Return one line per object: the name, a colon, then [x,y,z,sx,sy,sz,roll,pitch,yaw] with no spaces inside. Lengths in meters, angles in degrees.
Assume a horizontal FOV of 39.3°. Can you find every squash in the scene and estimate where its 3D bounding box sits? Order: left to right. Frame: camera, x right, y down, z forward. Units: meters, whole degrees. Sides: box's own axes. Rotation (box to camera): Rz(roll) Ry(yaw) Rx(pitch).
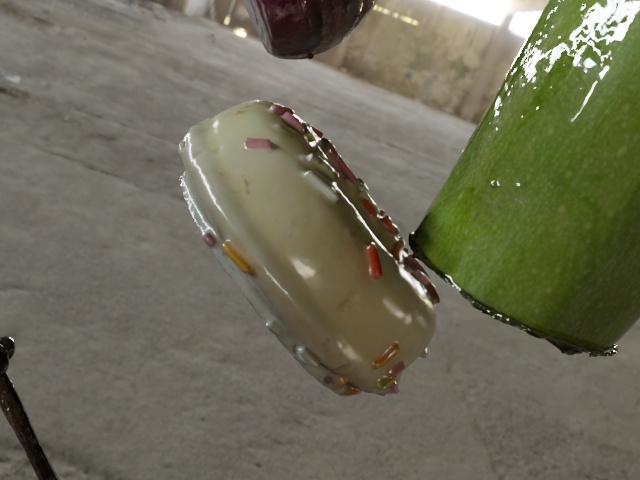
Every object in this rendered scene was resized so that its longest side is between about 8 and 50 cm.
squash: [0.291,-0.093,0.911,0.263,0.384,0.263,27,16,-9]

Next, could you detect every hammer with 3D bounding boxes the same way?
hammer: [-0.203,0.155,0.635,0.021,0.178,0.065,-18,12,18]

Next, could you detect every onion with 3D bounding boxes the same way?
onion: [-0.016,-0.451,1.448,0.260,0.281,0.336,-19,25,-5]

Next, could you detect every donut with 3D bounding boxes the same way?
donut: [0.000,0.000,1.006,0.382,0.142,0.382,52,10,-13]
